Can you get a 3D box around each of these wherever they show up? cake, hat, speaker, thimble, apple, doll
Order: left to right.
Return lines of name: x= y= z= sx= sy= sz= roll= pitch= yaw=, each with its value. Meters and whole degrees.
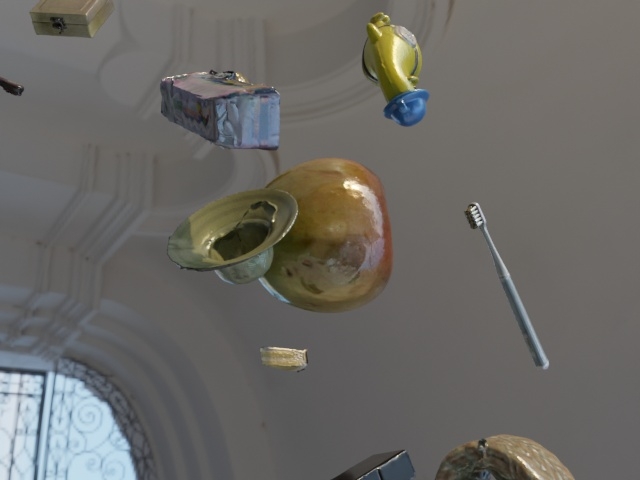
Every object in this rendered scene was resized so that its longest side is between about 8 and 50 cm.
hat: x=-0.142 y=0.018 z=1.323 sx=0.252 sy=0.252 sz=0.110 roll=41 pitch=-25 yaw=55
cake: x=-0.098 y=0.294 z=1.835 sx=0.065 sy=0.121 sz=0.052 roll=142 pitch=-48 yaw=-58
apple: x=0.000 y=0.000 z=1.595 sx=0.338 sy=0.304 sz=0.339 roll=-8 pitch=90 yaw=-87
speaker: x=0.036 y=0.368 z=1.068 sx=0.082 sy=0.218 sz=0.044 roll=-28 pitch=-99 yaw=47
doll: x=0.161 y=-0.394 z=1.684 sx=0.145 sy=0.199 sz=0.363 roll=-31 pitch=-143 yaw=22
thimble: x=0.311 y=0.435 z=1.232 sx=0.229 sy=0.148 sz=0.196 roll=46 pitch=-68 yaw=33

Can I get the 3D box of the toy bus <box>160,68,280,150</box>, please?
toy bus: x=-0.183 y=-0.232 z=1.296 sx=0.317 sy=0.137 sz=0.113 roll=29 pitch=-57 yaw=57

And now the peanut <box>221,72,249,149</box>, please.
peanut: x=-0.218 y=-0.323 z=1.857 sx=0.089 sy=0.089 sz=0.193 roll=28 pitch=-69 yaw=58

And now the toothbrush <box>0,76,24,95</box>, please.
toothbrush: x=-0.680 y=-0.327 z=1.315 sx=0.041 sy=0.363 sz=0.041 roll=22 pitch=90 yaw=-80

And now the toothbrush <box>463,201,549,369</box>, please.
toothbrush: x=0.342 y=0.087 z=1.348 sx=0.025 sy=0.030 sz=0.342 roll=-14 pitch=-73 yaw=50

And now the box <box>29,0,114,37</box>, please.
box: x=-0.319 y=-0.295 z=0.956 sx=0.035 sy=0.079 sz=0.083 roll=86 pitch=14 yaw=-45
